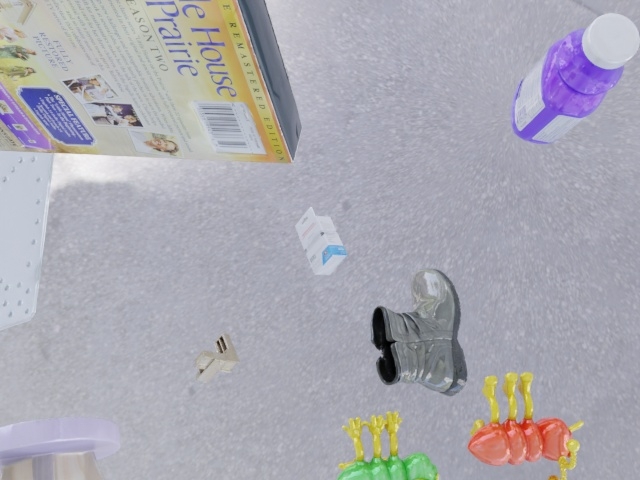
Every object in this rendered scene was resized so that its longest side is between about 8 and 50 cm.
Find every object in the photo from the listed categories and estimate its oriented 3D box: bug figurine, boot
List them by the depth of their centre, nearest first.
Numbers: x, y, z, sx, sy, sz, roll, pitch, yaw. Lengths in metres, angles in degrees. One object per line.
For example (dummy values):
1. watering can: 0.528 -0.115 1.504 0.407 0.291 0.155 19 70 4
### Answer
1. bug figurine: 0.120 0.240 0.639 0.216 0.072 0.279 -5 133 -3
2. boot: 0.153 0.130 1.140 0.161 0.247 0.083 22 135 -31

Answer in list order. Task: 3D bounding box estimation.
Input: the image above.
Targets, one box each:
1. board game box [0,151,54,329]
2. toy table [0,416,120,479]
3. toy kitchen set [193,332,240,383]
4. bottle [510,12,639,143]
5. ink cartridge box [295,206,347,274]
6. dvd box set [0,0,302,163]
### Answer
1. board game box: -0.595 -0.018 1.113 0.050 0.390 0.390 15 102 17
2. toy table: -0.337 0.324 0.864 0.252 0.274 0.161 -10 70 -4
3. toy kitchen set: -0.216 0.224 1.337 0.068 0.083 0.075 -50 46 22
4. bottle: 0.358 -0.229 0.997 0.092 0.283 0.118 11 80 -1
5. ink cartridge box: 0.000 0.000 0.950 0.048 0.028 0.083 -49 52 38
6. dvd box set: -0.251 -0.200 0.721 0.420 0.308 0.062 4 61 15
